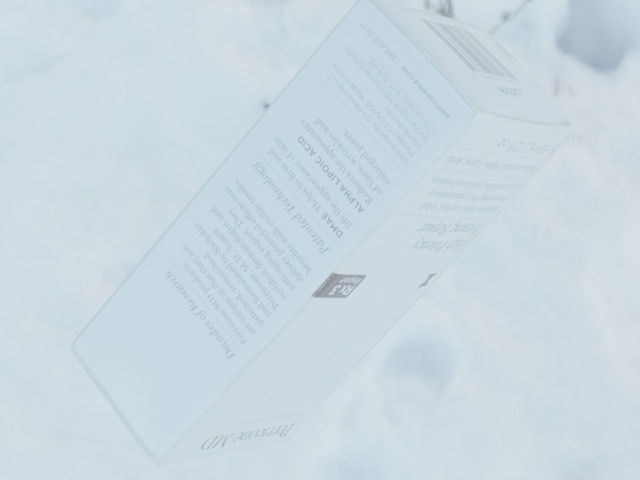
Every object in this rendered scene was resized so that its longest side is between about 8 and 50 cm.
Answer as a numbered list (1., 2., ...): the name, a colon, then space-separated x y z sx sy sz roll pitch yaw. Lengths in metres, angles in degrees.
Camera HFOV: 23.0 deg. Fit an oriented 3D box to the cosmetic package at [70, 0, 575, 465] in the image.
1. cosmetic package: 0.000 0.000 0.743 0.085 0.117 0.231 49 114 22
